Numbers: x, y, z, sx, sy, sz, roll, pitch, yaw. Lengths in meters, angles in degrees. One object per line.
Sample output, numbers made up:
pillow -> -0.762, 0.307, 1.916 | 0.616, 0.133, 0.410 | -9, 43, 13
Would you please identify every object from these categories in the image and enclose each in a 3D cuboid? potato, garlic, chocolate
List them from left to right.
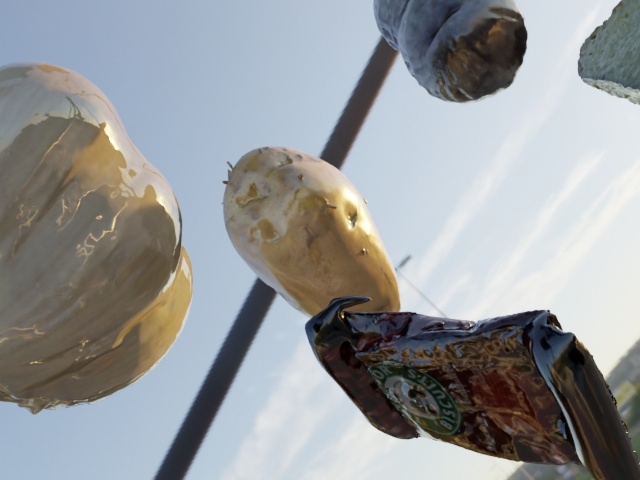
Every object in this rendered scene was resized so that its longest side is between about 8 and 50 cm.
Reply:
garlic -> -0.158, -0.012, 0.404 | 0.229, 0.178, 0.143 | 39, -54, -25
potato -> -0.002, 0.003, 0.788 | 0.128, 0.234, 0.161 | -27, 1, 43
chocolate -> 0.076, -0.134, 0.464 | 0.072, 0.167, 0.072 | -6, -59, -9

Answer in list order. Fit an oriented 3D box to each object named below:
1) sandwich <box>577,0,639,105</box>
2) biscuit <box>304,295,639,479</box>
sandwich -> 0.314, -0.140, 0.575 | 0.100, 0.254, 0.288 | 13, -27, -15
biscuit -> 0.102, 0.104, 0.520 | 0.063, 0.235, 0.151 | -45, -62, -36
